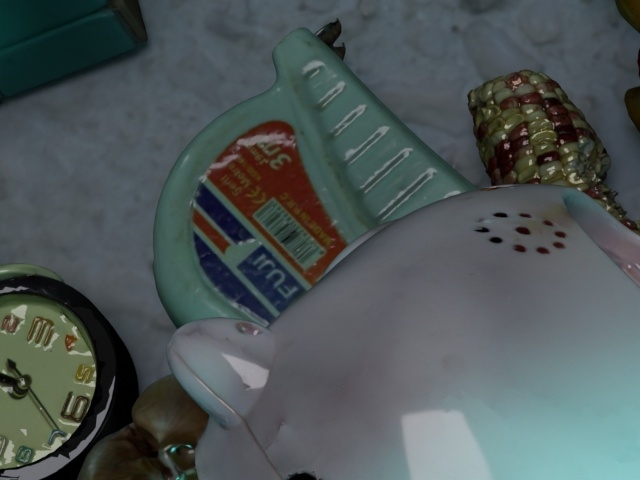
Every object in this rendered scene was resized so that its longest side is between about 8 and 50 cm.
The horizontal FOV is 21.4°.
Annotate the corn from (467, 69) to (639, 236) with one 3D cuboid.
[{"bbox_3d":[0.189,-0.008,1.227,0.098,0.098,0.289,-23,64,3],"label":"corn"}]

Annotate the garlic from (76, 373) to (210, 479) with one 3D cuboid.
[{"bbox_3d":[-0.100,0.199,1.185,0.214,0.191,0.160,-47,43,6],"label":"garlic"}]

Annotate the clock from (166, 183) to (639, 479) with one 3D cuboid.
[{"bbox_3d":[0.118,0.119,0.976,0.368,0.377,0.250,48,116,27],"label":"clock"}]

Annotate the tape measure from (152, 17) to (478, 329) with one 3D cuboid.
[{"bbox_3d":[0.001,-0.001,1.248,0.246,0.125,0.243,-41,67,-6],"label":"tape measure"}]

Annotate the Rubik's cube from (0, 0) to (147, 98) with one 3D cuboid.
[{"bbox_3d":[-0.294,-0.254,1.345,0.231,0.224,0.221,-20,67,6],"label":"Rubik's cube"}]

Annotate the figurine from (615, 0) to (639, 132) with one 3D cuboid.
[{"bbox_3d":[0.384,-0.182,1.156,0.387,0.268,0.401,-16,56,21],"label":"figurine"}]

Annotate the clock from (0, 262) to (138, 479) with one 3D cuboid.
[{"bbox_3d":[-0.298,0.187,1.256,0.276,0.120,0.379,19,71,15],"label":"clock"}]
